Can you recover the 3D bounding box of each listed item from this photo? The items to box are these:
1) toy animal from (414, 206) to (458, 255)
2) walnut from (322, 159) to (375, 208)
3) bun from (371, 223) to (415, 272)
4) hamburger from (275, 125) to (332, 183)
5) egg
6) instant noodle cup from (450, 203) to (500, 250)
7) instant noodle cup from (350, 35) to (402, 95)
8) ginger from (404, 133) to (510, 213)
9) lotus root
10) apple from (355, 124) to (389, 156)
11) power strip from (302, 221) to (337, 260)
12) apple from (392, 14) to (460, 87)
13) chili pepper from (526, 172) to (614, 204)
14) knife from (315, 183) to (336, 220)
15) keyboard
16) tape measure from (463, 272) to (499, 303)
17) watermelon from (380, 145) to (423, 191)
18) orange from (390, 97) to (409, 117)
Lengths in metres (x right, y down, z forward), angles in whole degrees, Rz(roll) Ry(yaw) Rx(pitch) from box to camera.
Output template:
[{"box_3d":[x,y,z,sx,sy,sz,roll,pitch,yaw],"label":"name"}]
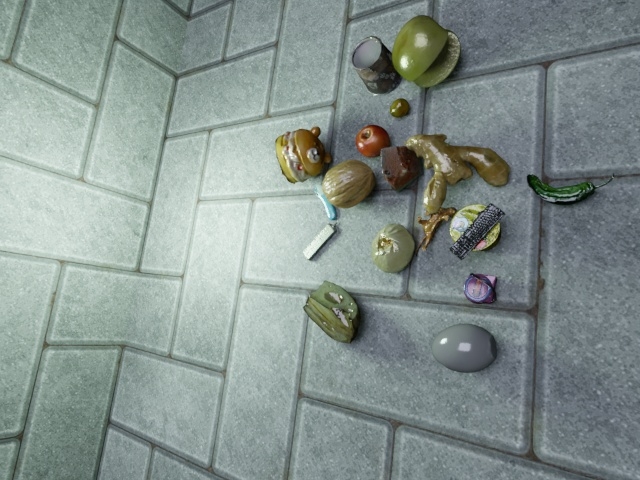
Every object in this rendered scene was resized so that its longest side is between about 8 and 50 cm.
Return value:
[{"box_3d":[0.464,-0.047,1.736,0.114,0.116,0.255,46,117,26],"label":"toy animal"},{"box_3d":[0.134,-0.265,1.922,0.260,0.224,0.225,-25,65,31],"label":"walnut"},{"box_3d":[0.305,0.030,1.790,0.222,0.127,0.223,-7,77,33],"label":"bun"},{"box_3d":[-0.082,-0.442,2.100,0.236,0.276,0.277,-16,69,19],"label":"hamburger"},{"box_3d":[0.526,0.399,1.519,0.231,0.176,0.176,-15,70,29],"label":"egg"},{"box_3d":[0.614,-0.037,1.591,0.182,0.144,0.182,-8,75,33],"label":"instant noodle cup"},{"box_3d":[0.267,-0.851,1.989,0.217,0.207,0.218,-10,71,32],"label":"instant noodle cup"},{"box_3d":[0.539,-0.325,1.658,0.362,0.122,0.348,-24,78,13],"label":"ginger"},{"box_3d":[0.069,0.322,1.881,0.314,0.142,0.210,37,137,30],"label":"lotus root"},{"box_3d":[0.246,-0.473,1.949,0.163,0.139,0.164,-8,76,34],"label":"apple"},{"box_3d":[0.000,0.000,2.062,0.253,0.027,0.060,-49,57,14],"label":"power strip"},{"box_3d":[0.461,-0.826,1.805,0.254,0.291,0.292,-51,55,34],"label":"apple"},{"box_3d":[0.892,-0.185,1.489,0.278,0.065,0.122,10,87,39],"label":"chili pepper"},{"box_3d":[0.028,-0.198,2.092,0.064,0.031,0.222,-32,66,19],"label":"knife"},{"box_3d":[0.574,-0.033,1.514,0.231,0.023,0.072,-51,54,14],"label":"keyboard"},{"box_3d":[0.616,0.187,1.576,0.125,0.074,0.118,12,79,30],"label":"tape measure"},{"box_3d":[0.340,-0.330,1.781,0.139,0.256,0.193,-8,80,33],"label":"watermelon"},{"box_3d":[0.372,-0.626,1.938,0.095,0.085,0.085,-30,63,22],"label":"orange"}]
